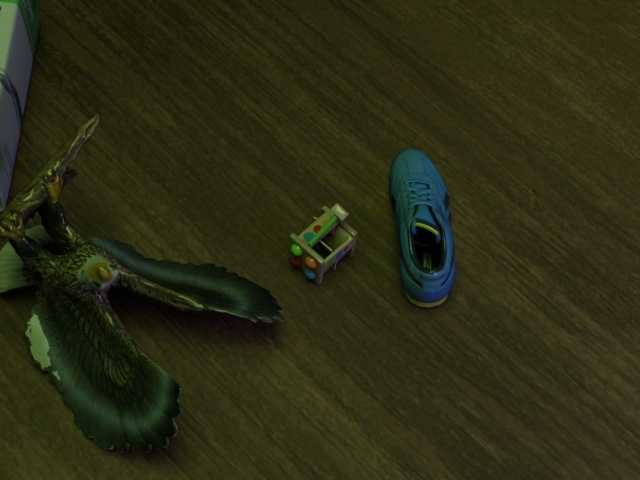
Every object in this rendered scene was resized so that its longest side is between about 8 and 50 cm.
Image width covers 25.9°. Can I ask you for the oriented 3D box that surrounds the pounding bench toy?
[{"bbox_3d":[0.000,0.000,1.562,0.052,0.083,0.065,41,65,19],"label":"pounding bench toy"}]

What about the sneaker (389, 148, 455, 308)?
[{"bbox_3d":[0.119,-0.029,1.588,0.069,0.082,0.209,-3,58,-2],"label":"sneaker"}]

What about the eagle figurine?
[{"bbox_3d":[-0.223,0.057,1.485,0.226,0.225,0.298,-42,101,18],"label":"eagle figurine"}]

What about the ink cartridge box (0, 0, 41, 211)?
[{"bbox_3d":[-0.457,-0.185,1.626,0.211,0.121,0.289,2,60,-1],"label":"ink cartridge box"}]
